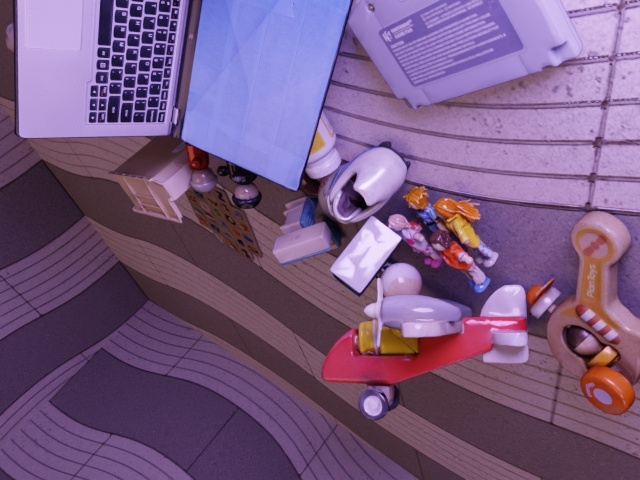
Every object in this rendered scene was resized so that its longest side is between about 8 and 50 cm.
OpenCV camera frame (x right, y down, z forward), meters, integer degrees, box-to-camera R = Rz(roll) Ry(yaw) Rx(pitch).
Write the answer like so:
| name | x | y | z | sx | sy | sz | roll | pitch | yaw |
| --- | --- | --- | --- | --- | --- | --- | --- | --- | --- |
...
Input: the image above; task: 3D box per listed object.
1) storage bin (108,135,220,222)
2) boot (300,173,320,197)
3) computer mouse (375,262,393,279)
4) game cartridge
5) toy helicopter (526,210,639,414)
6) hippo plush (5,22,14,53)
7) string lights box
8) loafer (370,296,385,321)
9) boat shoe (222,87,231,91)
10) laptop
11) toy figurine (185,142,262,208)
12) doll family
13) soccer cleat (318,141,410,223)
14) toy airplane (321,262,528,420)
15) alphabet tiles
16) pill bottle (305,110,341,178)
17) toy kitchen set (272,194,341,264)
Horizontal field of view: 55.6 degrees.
| name | x | y | z | sx | sy | sz | roll | pitch | yaw |
| --- | --- | --- | --- | --- | --- | --- | --- | --- | --- |
| storage bin | -0.320 | -0.182 | 1.436 | 0.260 | 0.262 | 0.123 | 13 | 141 | 47 |
| boot | -0.040 | -0.154 | 1.349 | 0.107 | 0.037 | 0.114 | 20 | 144 | 35 |
| computer mouse | 0.155 | 0.072 | 1.435 | 0.193 | 0.042 | 0.106 | 37 | 152 | 23 |
| game cartridge | 0.169 | -0.286 | 0.794 | 0.196 | 0.060 | 0.294 | 48 | 155 | -23 |
| toy helicopter | 0.438 | 0.098 | 1.000 | 0.235 | 0.140 | 0.354 | 29 | 144 | 45 |
| hippo plush | -0.571 | -0.554 | 1.320 | 0.294 | 0.235 | 0.236 | -103 | 10 | -52 |
| string lights box | 0.092 | 0.040 | 1.261 | 0.077 | 0.133 | 0.259 | 38 | 177 | 7 |
| loafer | 0.186 | 0.251 | 1.613 | 0.092 | 0.102 | 0.268 | 34 | 155 | 29 |
| boat shoe | -0.182 | -0.317 | 1.177 | 0.324 | 0.117 | 0.096 | -159 | 61 | -73 |
| laptop | -0.214 | -0.278 | 0.909 | 0.236 | 0.408 | 0.381 | 48 | 133 | 39 |
| toy figurine | -0.158 | -0.175 | 1.261 | 0.213 | 0.210 | 0.148 | 18 | 128 | 35 |
| doll family | 0.225 | -0.024 | 1.114 | 0.163 | 0.118 | 0.263 | 44 | 175 | -22 |
| soccer cleat | 0.049 | -0.087 | 1.194 | 0.116 | 0.143 | 0.331 | 44 | 156 | -5 |
| toy airplane | 0.217 | 0.161 | 1.200 | 0.386 | 0.385 | 0.272 | -43 | 65 | 57 |
| alphabet tiles | -0.315 | -0.071 | 1.923 | 0.285 | 0.011 | 0.342 | 27 | 152 | 28 |
| pill bottle | -0.033 | -0.211 | 1.153 | 0.103 | 0.103 | 0.184 | 12 | 142 | 48 |
| toy kitchen set | 0.000 | 0.000 | 1.375 | 0.122 | 0.207 | 0.166 | -18 | 125 | 23 |
